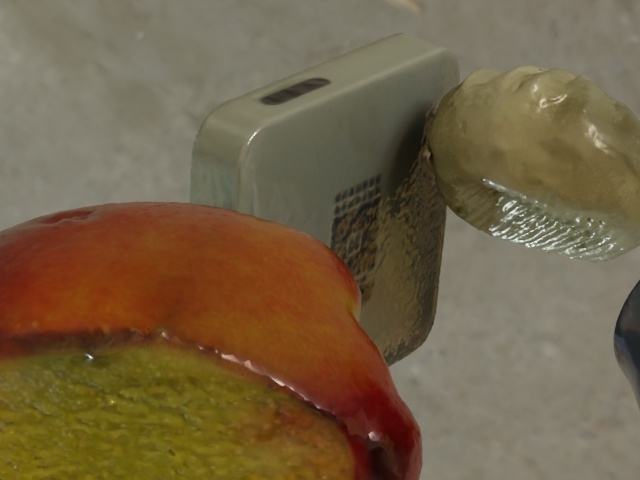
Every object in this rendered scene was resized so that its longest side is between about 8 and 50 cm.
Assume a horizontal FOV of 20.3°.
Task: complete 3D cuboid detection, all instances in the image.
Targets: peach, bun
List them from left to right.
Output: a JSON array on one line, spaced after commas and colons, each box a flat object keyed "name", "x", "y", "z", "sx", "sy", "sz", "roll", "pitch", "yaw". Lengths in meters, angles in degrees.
[{"name": "peach", "x": -0.126, "y": 0.133, "z": 1.321, "sx": 0.406, "sy": 0.310, "sz": 0.335, "roll": -7, "pitch": 112, "yaw": 9}, {"name": "bun", "x": 0.234, "y": -0.087, "z": 1.794, "sx": 0.259, "sy": 0.160, "sz": 0.259, "roll": 21, "pitch": 168, "yaw": 5}]

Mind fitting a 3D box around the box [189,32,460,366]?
[{"name": "box", "x": 0.000, "y": 0.000, "z": 1.836, "sx": 0.090, "sy": 0.367, "sz": 0.373, "roll": 23, "pitch": 121, "yaw": 32}]

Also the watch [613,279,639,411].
[{"name": "watch", "x": 0.402, "y": 0.072, "z": 1.381, "sx": 0.327, "sy": 0.314, "sz": 0.335, "roll": -13, "pitch": 143, "yaw": -9}]
